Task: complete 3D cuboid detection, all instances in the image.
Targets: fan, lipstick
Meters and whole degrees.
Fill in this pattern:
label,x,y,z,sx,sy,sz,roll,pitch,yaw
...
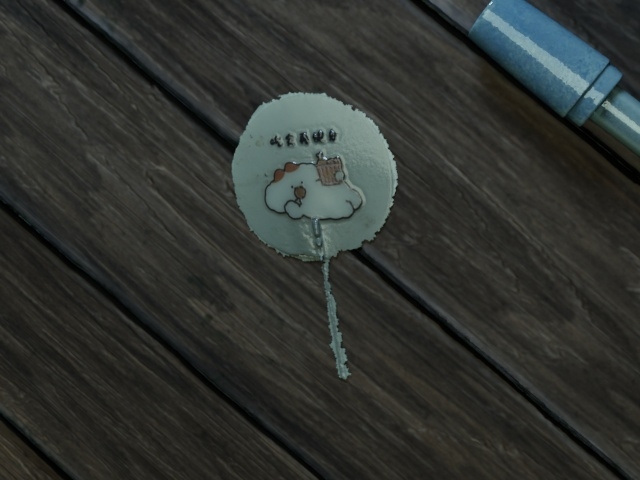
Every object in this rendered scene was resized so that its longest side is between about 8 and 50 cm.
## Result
label,x,y,z,sx,sy,sz,roll,pitch,yaw
fan,0.000,0.000,1.009,0.190,0.009,0.329,-4,102,18
lipstick,0.264,-0.132,0.863,0.274,0.061,0.068,39,110,5
